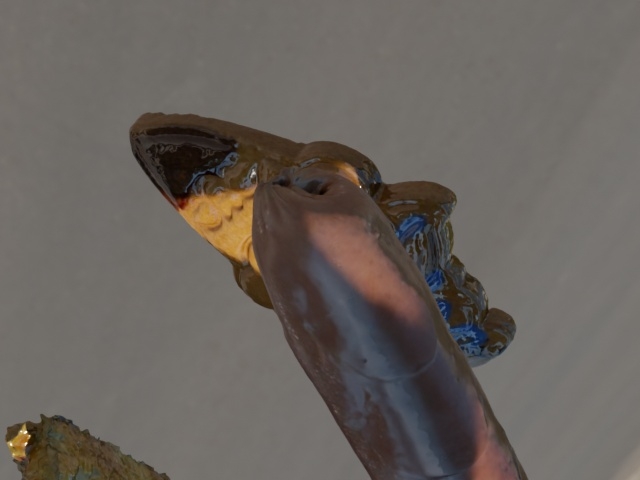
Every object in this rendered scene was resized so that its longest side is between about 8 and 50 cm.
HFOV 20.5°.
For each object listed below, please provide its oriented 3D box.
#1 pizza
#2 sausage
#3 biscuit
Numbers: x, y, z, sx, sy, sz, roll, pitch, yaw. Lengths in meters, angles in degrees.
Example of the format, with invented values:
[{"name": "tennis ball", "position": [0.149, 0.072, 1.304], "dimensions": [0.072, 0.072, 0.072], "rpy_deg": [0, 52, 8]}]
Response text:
[{"name": "pizza", "position": [-0.161, 0.225, 1.256], "dimensions": [0.086, 0.226, 0.335], "rpy_deg": [-29, -173, 13]}, {"name": "sausage", "position": [0.073, 0.138, 0.981], "dimensions": [0.088, 0.088, 0.433], "rpy_deg": [-37, 119, -16]}, {"name": "biscuit", "position": [0.000, 0.000, 1.127], "dimensions": [0.183, 0.280, 0.043], "rpy_deg": [-53, -170, 46]}]
